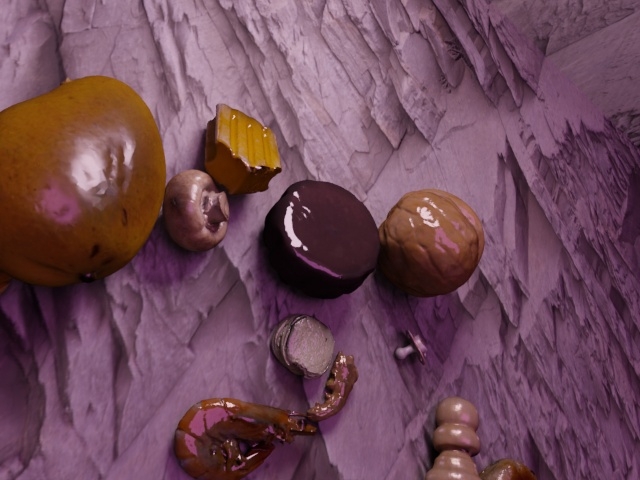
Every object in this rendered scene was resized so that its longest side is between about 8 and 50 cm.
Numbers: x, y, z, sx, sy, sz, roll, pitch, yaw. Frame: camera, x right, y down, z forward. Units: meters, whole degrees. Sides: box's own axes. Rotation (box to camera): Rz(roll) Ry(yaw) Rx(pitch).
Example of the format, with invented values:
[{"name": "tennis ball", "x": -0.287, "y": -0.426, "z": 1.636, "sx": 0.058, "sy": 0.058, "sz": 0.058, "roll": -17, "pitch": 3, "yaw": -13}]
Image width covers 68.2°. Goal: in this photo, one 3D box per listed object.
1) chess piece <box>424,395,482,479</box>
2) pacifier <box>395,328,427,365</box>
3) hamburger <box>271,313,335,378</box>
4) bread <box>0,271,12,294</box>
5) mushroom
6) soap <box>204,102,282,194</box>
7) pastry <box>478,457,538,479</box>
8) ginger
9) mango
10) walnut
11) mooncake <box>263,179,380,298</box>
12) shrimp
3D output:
[{"name": "chess piece", "x": 0.324, "y": 0.504, "z": 1.124, "sx": 0.142, "sy": 0.142, "sz": 0.261, "roll": 32, "pitch": 49, "yaw": -19}, {"name": "pacifier", "x": 0.227, "y": 0.279, "z": 1.199, "sx": 0.078, "sy": 0.081, "sz": 0.099, "roll": -23, "pitch": 55, "yaw": -7}, {"name": "hamburger", "x": -0.034, "y": 0.227, "z": 1.037, "sx": 0.140, "sy": 0.062, "sz": 0.133, "roll": 50, "pitch": 53, "yaw": -9}, {"name": "bread", "x": -0.567, "y": 0.015, "z": 0.755, "sx": 0.119, "sy": 0.084, "sz": 0.177, "roll": -24, "pitch": 89, "yaw": -38}, {"name": "mushroom", "x": -0.245, "y": -0.059, "z": 0.959, "sx": 0.127, "sy": 0.166, "sz": 0.166, "roll": -4, "pitch": 67, "yaw": 7}, {"name": "soap", "x": -0.172, "y": -0.193, "z": 1.045, "sx": 0.160, "sy": 0.080, "sz": 0.257, "roll": 24, "pitch": 30, "yaw": -26}, {"name": "pastry", "x": 0.487, "y": 0.653, "z": 1.184, "sx": 0.182, "sy": 0.093, "sz": 0.193, "roll": -11, "pitch": 76, "yaw": -40}, {"name": "ginger", "x": 0.035, "y": 0.329, "z": 1.047, "sx": 0.069, "sy": 0.051, "sz": 0.173, "roll": 39, "pitch": 51, "yaw": -10}, {"name": "mango", "x": -0.418, "y": -0.126, "z": 0.824, "sx": 0.301, "sy": 0.220, "sz": 0.445, "roll": 35, "pitch": 38, "yaw": -39}, {"name": "walnut", "x": 0.277, "y": 0.010, "z": 1.219, "sx": 0.285, "sy": 0.285, "sz": 0.296, "roll": 59, "pitch": 14, "yaw": 2}, {"name": "mooncake", "x": 0.000, "y": 0.000, "z": 1.109, "sx": 0.283, "sy": 0.141, "sz": 0.283, "roll": 17, "pitch": 53, "yaw": -23}, {"name": "shrimp", "x": -0.135, "y": 0.385, "z": 0.898, "sx": 0.287, "sy": 0.063, "sz": 0.152, "roll": 16, "pitch": 64, "yaw": -25}]
